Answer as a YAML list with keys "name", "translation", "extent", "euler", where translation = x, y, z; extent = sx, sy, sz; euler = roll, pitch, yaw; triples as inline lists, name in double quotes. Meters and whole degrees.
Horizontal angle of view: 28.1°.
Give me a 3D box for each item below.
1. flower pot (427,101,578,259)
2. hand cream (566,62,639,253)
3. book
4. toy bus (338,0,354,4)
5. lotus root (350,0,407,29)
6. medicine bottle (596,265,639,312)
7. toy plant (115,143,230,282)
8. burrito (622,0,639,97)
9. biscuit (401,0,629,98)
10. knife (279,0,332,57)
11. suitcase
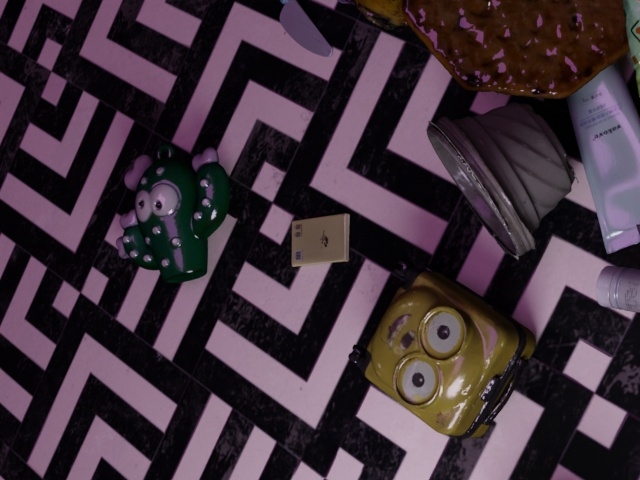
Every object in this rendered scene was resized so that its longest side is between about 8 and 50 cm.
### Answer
- name: "flower pot"
  translation: [0.264, -0.102, 1.791]
  extent: [0.140, 0.235, 0.235]
  euler: [-33, 60, 2]
- name: "hand cream"
  translation: [0.401, -0.150, 1.785]
  extent: [0.109, 0.067, 0.321]
  euler: [-23, 72, 30]
- name: "book"
  translation: [0.000, 0.000, 2.073]
  extent: [0.111, 0.014, 0.077]
  euler: [-7, 78, 36]
- name: "toy bus"
  translation: [0.078, -0.462, 2.071]
  extent: [0.098, 0.086, 0.178]
  euler: [10, 83, 40]
- name: "lotus root"
  translation: [0.178, -0.504, 1.933]
  extent: [0.179, 0.196, 0.398]
  euler: [35, 102, 26]
- name: "medicine bottle"
  translation: [0.423, 0.067, 1.714]
  extent: [0.091, 0.058, 0.058]
  euler: [9, 86, 38]
- name: "toy plant"
  translation: [-0.257, -0.050, 2.216]
  extent: [0.232, 0.112, 0.243]
  euler: [12, 94, 33]
- name: "burrito"
  translation: [0.453, -0.275, 1.717]
  extent: [0.054, 0.104, 0.288]
  euler: [-2, 104, 43]
- name: "biscuit"
  translation: [0.288, -0.364, 1.788]
  extent: [0.359, 0.046, 0.359]
  euler: [-1, 79, 7]
- name: "knife"
  translation: [-0.050, -0.394, 2.192]
  extent: [0.058, 0.032, 0.244]
  euler: [-39, 64, 22]
- name: "suitcase"
  translation: [0.170, 0.157, 1.831]
  extent: [0.235, 0.143, 0.194]
  euler: [35, 101, 36]
